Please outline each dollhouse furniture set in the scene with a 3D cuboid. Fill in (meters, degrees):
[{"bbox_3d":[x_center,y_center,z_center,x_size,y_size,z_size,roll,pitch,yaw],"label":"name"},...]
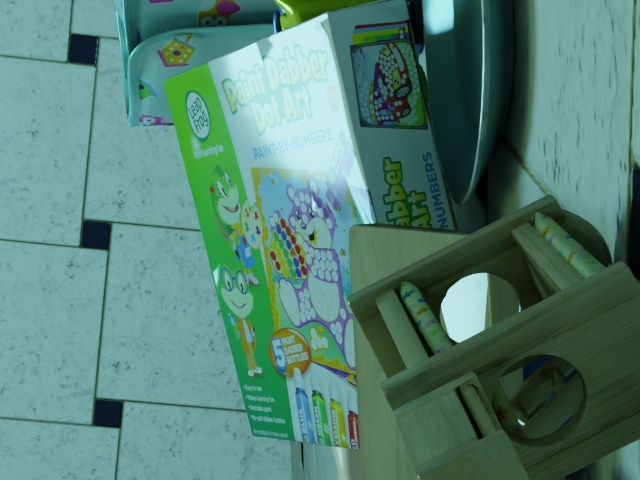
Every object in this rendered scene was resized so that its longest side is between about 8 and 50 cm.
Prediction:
[{"bbox_3d":[0.099,0.090,0.562,0.161,0.101,0.182,62,-178,-16],"label":"dollhouse furniture set"}]

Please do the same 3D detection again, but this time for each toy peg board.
[{"bbox_3d":[0.082,0.072,0.757,0.160,0.079,0.161,-174,80,-69],"label":"toy peg board"}]

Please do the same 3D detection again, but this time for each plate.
[{"bbox_3d":[0.079,-0.113,0.852,0.188,0.024,0.188,176,90,-86],"label":"plate"}]

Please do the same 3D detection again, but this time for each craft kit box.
[{"bbox_3d":[0.000,0.000,0.956,0.250,0.061,0.246,-9,93,64],"label":"craft kit box"}]

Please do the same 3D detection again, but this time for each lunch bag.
[{"bbox_3d":[-0.074,-0.224,1.407,0.160,0.223,0.262,-118,24,-66],"label":"lunch bag"}]

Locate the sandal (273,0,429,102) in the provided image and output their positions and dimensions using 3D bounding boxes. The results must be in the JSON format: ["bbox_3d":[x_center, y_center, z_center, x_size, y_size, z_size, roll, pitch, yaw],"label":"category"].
[{"bbox_3d":[0.013,-0.189,1.043,0.138,0.126,0.317,-93,4,-59],"label":"sandal"}]

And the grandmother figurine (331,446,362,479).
[{"bbox_3d":[0.046,0.241,1.126,0.208,0.104,0.342,4,-101,-67],"label":"grandmother figurine"}]
